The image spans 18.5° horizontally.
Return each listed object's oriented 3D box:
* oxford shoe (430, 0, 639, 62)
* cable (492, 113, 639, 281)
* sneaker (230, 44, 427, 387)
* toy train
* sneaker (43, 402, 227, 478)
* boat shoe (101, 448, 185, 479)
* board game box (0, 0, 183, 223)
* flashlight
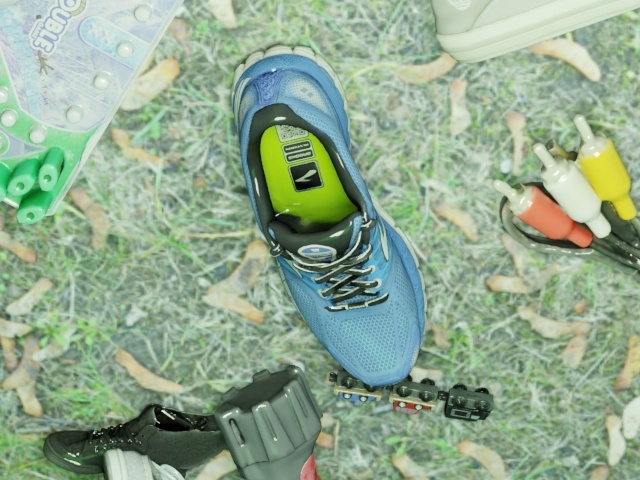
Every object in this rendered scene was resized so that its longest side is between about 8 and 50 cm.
[{"bbox_3d":[0.254,-0.264,1.523,0.449,0.169,0.130,-18,108,38],"label":"oxford shoe"},{"bbox_3d":[0.270,0.013,1.758,0.139,0.072,0.287,-38,109,26],"label":"cable"},{"bbox_3d":[0.000,0.000,1.731,0.130,0.147,0.330,-18,115,13],"label":"sneaker"},{"bbox_3d":[0.085,0.147,1.868,0.158,0.027,0.036,10,128,-1],"label":"toy train"},{"bbox_3d":[-0.175,0.189,1.896,0.170,0.051,0.089,15,121,-10],"label":"sneaker"},{"bbox_3d":[-0.126,0.298,1.888,0.103,0.118,0.320,-22,133,1],"label":"boat shoe"},{"bbox_3d":[-0.319,-0.247,1.683,0.390,0.050,0.390,30,115,-10],"label":"board game box"},{"bbox_3d":[0.005,0.264,1.900,0.103,0.103,0.304,-15,111,17],"label":"flashlight"}]
